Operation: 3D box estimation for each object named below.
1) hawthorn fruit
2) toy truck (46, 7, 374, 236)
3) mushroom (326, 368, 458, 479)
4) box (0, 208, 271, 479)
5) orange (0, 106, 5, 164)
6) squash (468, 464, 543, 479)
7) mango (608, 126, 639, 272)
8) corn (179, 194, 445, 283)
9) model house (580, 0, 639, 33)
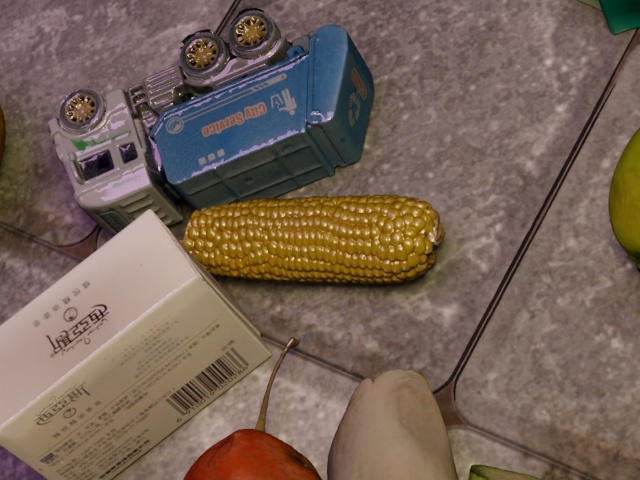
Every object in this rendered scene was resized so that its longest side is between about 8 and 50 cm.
[{"bbox_3d":[-0.067,0.221,1.740,0.165,0.165,0.285,-14,49,14],"label":"hawthorn fruit"},{"bbox_3d":[-0.120,-0.131,1.941,0.367,0.146,0.175,-22,62,10],"label":"toy truck"},{"bbox_3d":[0.073,0.274,1.552,0.137,0.407,0.154,19,112,-8],"label":"mushroom"},{"bbox_3d":[-0.220,0.128,1.807,0.274,0.203,0.116,-38,55,0],"label":"box"},{"bbox_3d":[-0.511,-0.118,2.023,0.274,0.274,0.274,-10,60,17],"label":"orange"},{"bbox_3d":[0.206,0.285,1.585,0.170,0.170,0.123,13,83,27],"label":"squash"},{"bbox_3d":[0.442,-0.088,1.685,0.343,0.156,0.192,-29,66,1],"label":"mango"},{"bbox_3d":[0.000,0.000,1.851,0.310,0.101,0.101,-2,63,24],"label":"corn"},{"bbox_3d":[0.344,-0.303,1.872,0.127,0.100,0.149,-44,58,-4],"label":"model house"}]
